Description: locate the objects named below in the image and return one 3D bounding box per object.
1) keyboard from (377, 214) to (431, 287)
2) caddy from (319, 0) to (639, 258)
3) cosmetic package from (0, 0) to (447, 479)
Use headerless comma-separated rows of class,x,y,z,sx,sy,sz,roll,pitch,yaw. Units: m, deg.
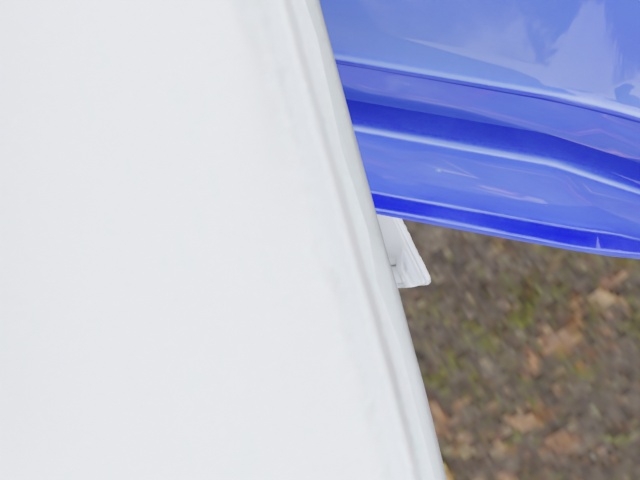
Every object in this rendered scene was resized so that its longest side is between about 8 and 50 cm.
keyboard,0.000,0.000,1.178,0.014,0.256,0.072,-22,94,-21
caddy,0.058,-0.116,0.776,0.341,0.241,0.179,11,78,12
cosmetic package,-0.183,0.037,0.490,0.394,0.329,0.327,-16,108,-1
